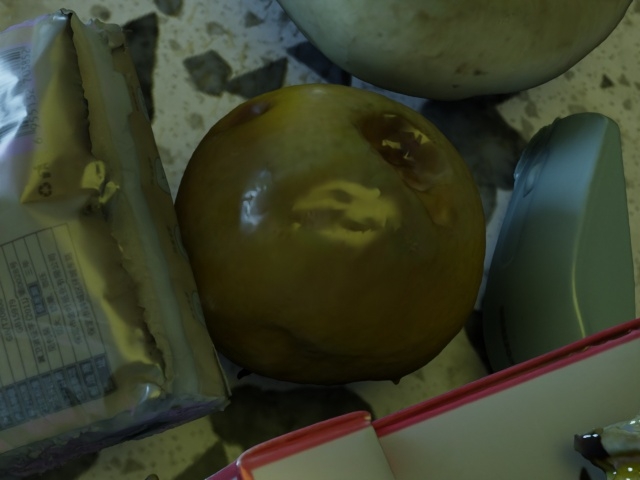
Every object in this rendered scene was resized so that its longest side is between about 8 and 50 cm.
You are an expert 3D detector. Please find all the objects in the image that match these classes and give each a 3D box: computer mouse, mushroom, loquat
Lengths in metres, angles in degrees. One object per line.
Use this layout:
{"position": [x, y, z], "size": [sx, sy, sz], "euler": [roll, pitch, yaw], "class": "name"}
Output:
{"position": [0.162, 0.018, 1.158], "size": [0.079, 0.128, 0.230], "euler": [9, 67, -24], "class": "computer mouse"}
{"position": [0.067, -0.263, 1.161], "size": [0.356, 0.315, 0.315], "euler": [32, 57, -46], "class": "mushroom"}
{"position": [0.004, -0.001, 1.073], "size": [0.213, 0.213, 0.213], "euler": [7, 69, -18], "class": "loquat"}

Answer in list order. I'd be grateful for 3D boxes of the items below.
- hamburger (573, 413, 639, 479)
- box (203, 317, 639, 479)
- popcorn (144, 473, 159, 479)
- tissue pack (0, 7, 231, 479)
{"position": [0.216, 0.166, 0.773], "size": [0.135, 0.155, 0.207], "euler": [1, 63, -29], "class": "hamburger"}
{"position": [0.083, 0.249, 0.940], "size": [0.300, 0.312, 0.314], "euler": [-17, 79, -26], "class": "box"}
{"position": [-0.131, 0.222, 0.732], "size": [0.254, 0.191, 0.190], "euler": [2, 31, -41], "class": "popcorn"}
{"position": [-0.191, 0.010, 0.991], "size": [0.215, 0.123, 0.256], "euler": [-20, 73, 17], "class": "tissue pack"}
